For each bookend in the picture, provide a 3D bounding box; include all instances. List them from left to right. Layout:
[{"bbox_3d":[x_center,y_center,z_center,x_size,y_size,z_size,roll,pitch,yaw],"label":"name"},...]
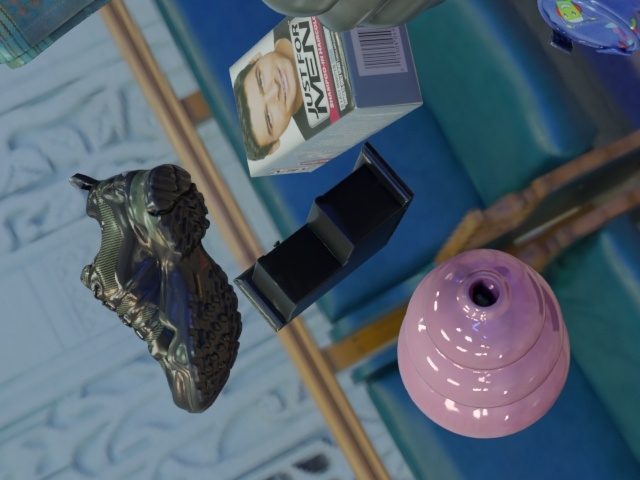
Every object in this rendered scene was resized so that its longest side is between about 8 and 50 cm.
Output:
[{"bbox_3d":[0.000,0.000,1.240,0.072,0.157,0.156,49,163,9],"label":"bookend"}]

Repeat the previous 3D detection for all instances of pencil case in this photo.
[{"bbox_3d":[0.336,-0.321,1.240,0.133,0.306,0.119,37,172,-35],"label":"pencil case"}]

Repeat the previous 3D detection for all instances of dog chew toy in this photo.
[{"bbox_3d":[0.186,0.107,1.423,0.207,0.206,0.332,58,176,19],"label":"dog chew toy"}]

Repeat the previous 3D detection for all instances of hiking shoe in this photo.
[{"bbox_3d":[-0.141,0.041,1.065,0.114,0.086,0.227,2,114,29],"label":"hiking shoe"}]

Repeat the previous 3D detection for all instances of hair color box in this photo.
[{"bbox_3d":[-0.003,-0.229,1.840,0.374,0.113,0.185,-26,74,63],"label":"hair color box"}]

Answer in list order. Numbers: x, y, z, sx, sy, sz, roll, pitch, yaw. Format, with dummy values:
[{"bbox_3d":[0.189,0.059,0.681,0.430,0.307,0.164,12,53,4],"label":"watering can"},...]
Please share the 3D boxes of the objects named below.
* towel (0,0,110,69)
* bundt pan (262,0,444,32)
[{"bbox_3d":[-0.271,-0.331,1.064,0.370,0.271,0.040,51,-172,-49],"label":"towel"},{"bbox_3d":[0.000,-0.313,1.076,0.331,0.330,0.124,60,140,14],"label":"bundt pan"}]
